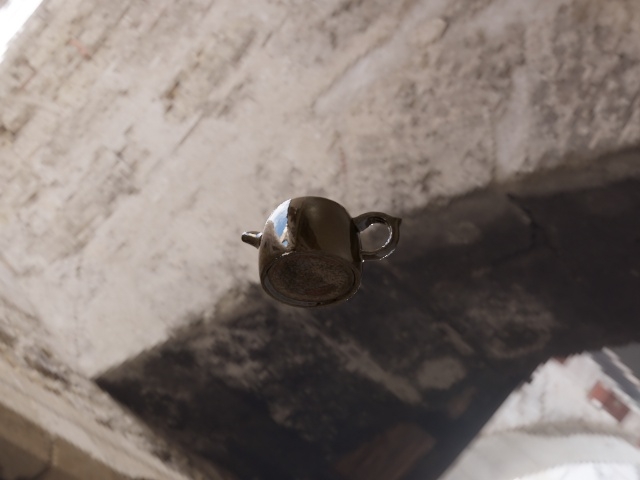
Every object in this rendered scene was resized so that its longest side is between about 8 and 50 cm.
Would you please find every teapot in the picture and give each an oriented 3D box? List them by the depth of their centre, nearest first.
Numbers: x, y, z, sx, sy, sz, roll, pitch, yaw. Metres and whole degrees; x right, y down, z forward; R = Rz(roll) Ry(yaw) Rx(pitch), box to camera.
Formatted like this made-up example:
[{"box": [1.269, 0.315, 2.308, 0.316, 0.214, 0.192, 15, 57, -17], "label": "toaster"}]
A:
[{"box": [0.000, 0.000, 1.017, 0.121, 0.068, 0.076, -10, -37, 14], "label": "teapot"}]
